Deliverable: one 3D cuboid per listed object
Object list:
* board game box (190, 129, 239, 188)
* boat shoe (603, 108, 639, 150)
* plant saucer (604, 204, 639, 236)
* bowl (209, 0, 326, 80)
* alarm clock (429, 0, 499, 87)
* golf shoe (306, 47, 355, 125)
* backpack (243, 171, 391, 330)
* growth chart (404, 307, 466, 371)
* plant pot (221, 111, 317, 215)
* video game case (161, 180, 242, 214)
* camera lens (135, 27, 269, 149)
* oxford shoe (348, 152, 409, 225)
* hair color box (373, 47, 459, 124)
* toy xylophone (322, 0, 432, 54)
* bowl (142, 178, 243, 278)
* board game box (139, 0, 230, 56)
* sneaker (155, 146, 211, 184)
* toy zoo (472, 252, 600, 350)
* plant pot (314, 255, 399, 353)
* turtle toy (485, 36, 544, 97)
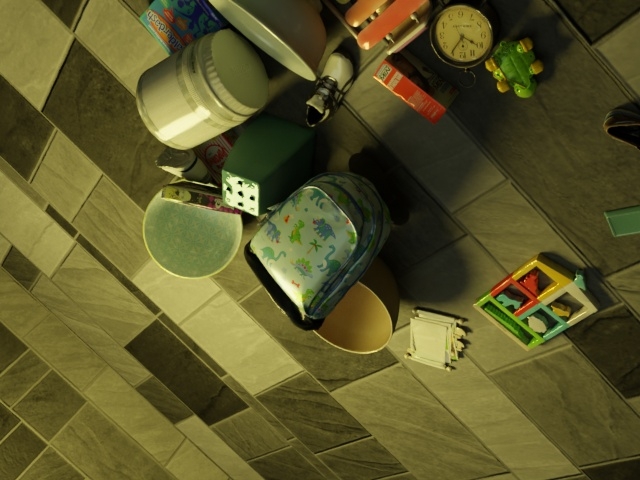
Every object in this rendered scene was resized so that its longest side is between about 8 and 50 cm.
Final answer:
[{"bbox_3d":[-0.283,-0.253,1.833,0.147,0.045,0.193,-26,109,44],"label":"board game box"},{"bbox_3d":[0.630,-0.195,1.255,0.183,0.066,0.066,17,133,22],"label":"boat shoe"},{"bbox_3d":[0.695,-0.047,1.374,0.192,0.018,0.067,-12,118,41],"label":"plant saucer"},{"bbox_3d":[-0.090,-0.483,1.400,0.298,0.298,0.134,38,93,0],"label":"bowl"},{"bbox_3d":[0.288,-0.396,1.315,0.129,0.064,0.192,10,128,27],"label":"alarm clock"},{"bbox_3d":[0.019,-0.342,1.522,0.077,0.094,0.198,30,135,10],"label":"golf shoe"},{"bbox_3d":[0.000,0.000,1.551,0.355,0.273,0.290,-40,73,12],"label":"backpack"},{"bbox_3d":[0.329,0.289,1.902,0.172,0.021,0.237,18,133,20],"label":"growth chart"},{"bbox_3d":[-0.141,-0.180,1.662,0.166,0.234,0.165,22,135,17],"label":"plant pot"},{"bbox_3d":[-0.297,-0.117,1.778,0.210,0.232,0.041,12,98,-1],"label":"video game case"},{"bbox_3d":[-0.290,-0.359,1.604,0.274,0.219,0.219,-19,114,32],"label":"camera lens"},{"bbox_3d":[0.137,-0.123,1.652,0.212,0.076,0.076,55,176,-3],"label":"oxford shoe"},{"bbox_3d":[0.205,-0.332,1.404,0.167,0.093,0.053,37,136,0],"label":"hair color box"},{"bbox_3d":[0.080,-0.518,1.339,0.323,0.081,0.236,44,137,-5],"label":"toy xylophone"},{"bbox_3d":[-0.367,-0.035,1.972,0.289,0.289,0.156,40,180,-1],"label":"bowl"},{"bbox_3d":[-0.331,-0.541,1.619,0.210,0.047,0.160,-26,109,45],"label":"board game box"},{"bbox_3d":[-0.390,-0.211,1.875,0.095,0.090,0.235,41,174,-36],"label":"sneaker"},{"bbox_3d":[0.540,0.148,1.633,0.192,0.030,0.293,39,137,-1],"label":"toy zoo"},{"bbox_3d":[0.101,0.140,1.803,0.284,0.191,0.284,18,133,21],"label":"plant pot"},{"bbox_3d":[0.384,-0.336,1.299,0.095,0.066,0.130,-27,112,20],"label":"turtle toy"}]
